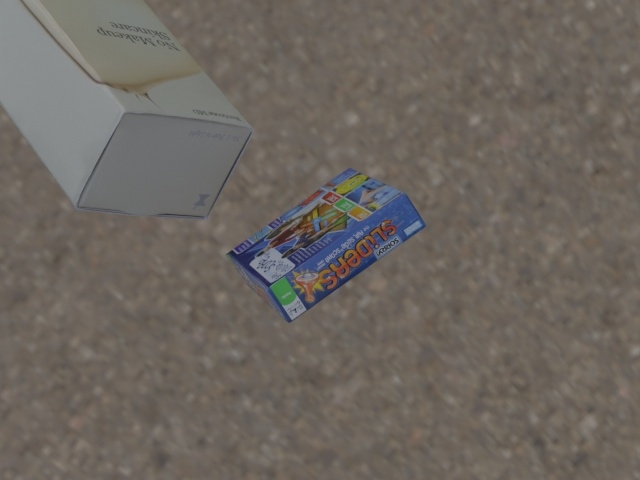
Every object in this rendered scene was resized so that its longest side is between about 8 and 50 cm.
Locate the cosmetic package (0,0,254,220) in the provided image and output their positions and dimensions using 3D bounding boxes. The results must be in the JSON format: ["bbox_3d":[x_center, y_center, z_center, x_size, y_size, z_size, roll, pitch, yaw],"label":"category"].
[{"bbox_3d":[-0.216,-0.157,1.809,0.309,0.160,0.113,48,120,36],"label":"cosmetic package"}]

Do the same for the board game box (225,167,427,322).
[{"bbox_3d":[0.000,0.000,1.600,0.136,0.035,0.201,-35,13,-5],"label":"board game box"}]
